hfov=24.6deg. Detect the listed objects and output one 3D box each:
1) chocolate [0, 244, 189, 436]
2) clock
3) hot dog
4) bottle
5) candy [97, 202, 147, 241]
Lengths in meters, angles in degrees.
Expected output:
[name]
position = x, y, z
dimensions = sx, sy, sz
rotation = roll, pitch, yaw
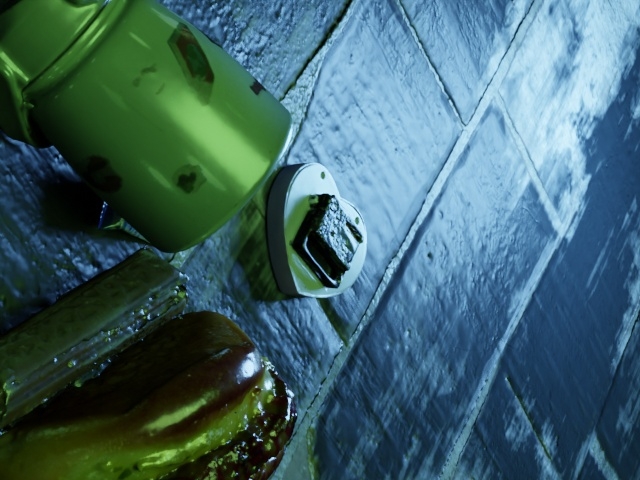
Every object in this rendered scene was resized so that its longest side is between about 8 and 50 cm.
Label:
[chocolate]
position = -0.262, 0.097, 1.573
dimensions = 0.102, 0.065, 0.329
rotation = 46, 42, 9
[clock]
position = 0.000, 0.000, 1.958
dimensions = 0.198, 0.064, 0.172
rotation = 51, 50, -38
[hot dog]
position = -0.167, 0.218, 1.607
dimensions = 0.405, 0.223, 0.185
rotation = -33, 113, -49
[bottle]
position = -0.224, -0.166, 1.533
dimensions = 0.352, 0.229, 0.229
rotation = 42, 56, -21
[candy]
position = -0.211, -0.045, 1.700
dimensions = 0.136, 0.038, 0.088
rotation = 19, 78, -61
